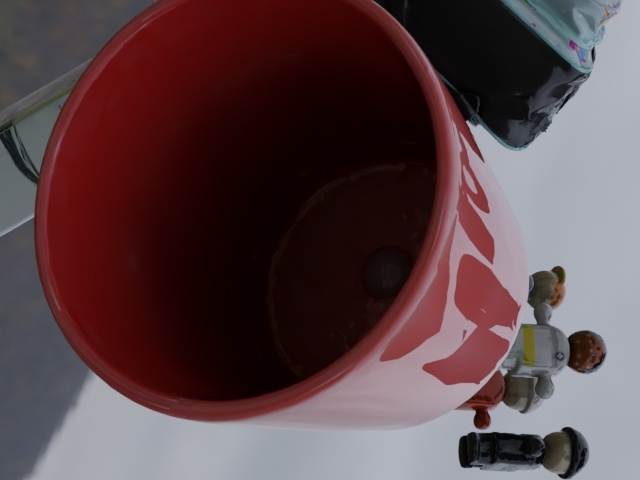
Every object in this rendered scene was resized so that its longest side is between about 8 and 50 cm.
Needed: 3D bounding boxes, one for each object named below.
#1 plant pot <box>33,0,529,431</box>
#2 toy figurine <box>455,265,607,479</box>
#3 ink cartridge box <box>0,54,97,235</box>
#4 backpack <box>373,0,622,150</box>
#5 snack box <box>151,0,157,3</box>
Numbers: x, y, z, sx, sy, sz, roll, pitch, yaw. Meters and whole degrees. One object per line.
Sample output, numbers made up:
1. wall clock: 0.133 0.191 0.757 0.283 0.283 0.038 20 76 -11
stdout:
1. plant pot: 0.000 0.000 1.189 0.243 0.275 0.275 32 76 -60
2. toy figurine: 0.227 0.146 2.161 0.213 0.148 0.209 -116 -146 -60
3. ink cartridge box: -0.258 -0.084 1.765 0.208 0.087 0.153 -29 -166 18
4. backpack: 0.124 -0.167 1.333 0.144 0.166 0.188 -51 180 14
5. snack box: -0.062 -0.269 1.708 0.187 0.060 0.322 -32 180 -5
